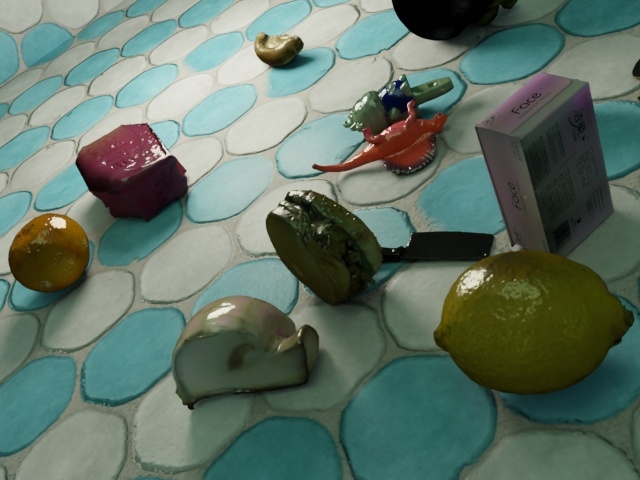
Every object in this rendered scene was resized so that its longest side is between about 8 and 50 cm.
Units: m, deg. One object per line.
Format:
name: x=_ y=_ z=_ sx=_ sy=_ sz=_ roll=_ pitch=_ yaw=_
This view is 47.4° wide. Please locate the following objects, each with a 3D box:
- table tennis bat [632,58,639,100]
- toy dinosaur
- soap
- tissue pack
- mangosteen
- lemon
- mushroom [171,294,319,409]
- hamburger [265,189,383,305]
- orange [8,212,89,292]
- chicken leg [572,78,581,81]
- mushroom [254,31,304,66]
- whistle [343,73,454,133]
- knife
table tennis bat: x=0.611 y=-0.306 z=1.335 sx=0.087 sy=0.013 sz=0.156 roll=11 pitch=51 yaw=39
toy dinosaur: x=0.135 y=-0.166 z=1.453 sx=0.286 sy=0.070 sz=0.139 roll=-29 pitch=59 yaw=2
soap: x=-0.457 y=-0.173 z=1.761 sx=0.220 sy=0.127 sz=0.325 roll=-33 pitch=37 yaw=-9
tissue pack: x=0.339 y=-0.105 z=1.084 sx=0.148 sy=0.246 sz=0.092 roll=-38 pitch=37 yaw=-14
mangosteen: x=0.311 y=-0.587 z=1.684 sx=0.302 sy=0.275 sz=0.275 roll=9 pitch=39 yaw=-10
lemon: x=0.266 y=0.105 z=0.941 sx=0.256 sy=0.188 sz=0.188 roll=-11 pitch=41 yaw=24
mushroom: x=-0.130 y=0.137 z=1.168 sx=0.236 sy=0.162 sz=0.173 roll=-13 pitch=42 yaw=16
hamburger: x=0.000 y=0.000 z=1.217 sx=0.122 sy=0.189 sz=0.215 roll=-43 pitch=42 yaw=-16
orange: x=-0.589 y=0.028 z=1.588 sx=0.177 sy=0.155 sz=0.178 roll=-23 pitch=30 yaw=14
chicken leg: x=0.420 y=-0.213 z=1.300 sx=0.178 sy=0.070 sz=0.093 roll=-46 pitch=-4 yaw=-6
mushroom: x=-0.122 y=-0.521 z=1.992 sx=0.094 sy=0.072 sz=0.209 roll=-42 pitch=36 yaw=-20
whistle: x=0.160 y=-0.289 z=1.533 sx=0.244 sy=0.092 sz=0.110 roll=-21 pitch=34 yaw=12
knife: x=0.172 y=0.010 z=1.248 sx=0.245 sy=0.019 sz=0.072 roll=-1 pitch=41 yaw=28
